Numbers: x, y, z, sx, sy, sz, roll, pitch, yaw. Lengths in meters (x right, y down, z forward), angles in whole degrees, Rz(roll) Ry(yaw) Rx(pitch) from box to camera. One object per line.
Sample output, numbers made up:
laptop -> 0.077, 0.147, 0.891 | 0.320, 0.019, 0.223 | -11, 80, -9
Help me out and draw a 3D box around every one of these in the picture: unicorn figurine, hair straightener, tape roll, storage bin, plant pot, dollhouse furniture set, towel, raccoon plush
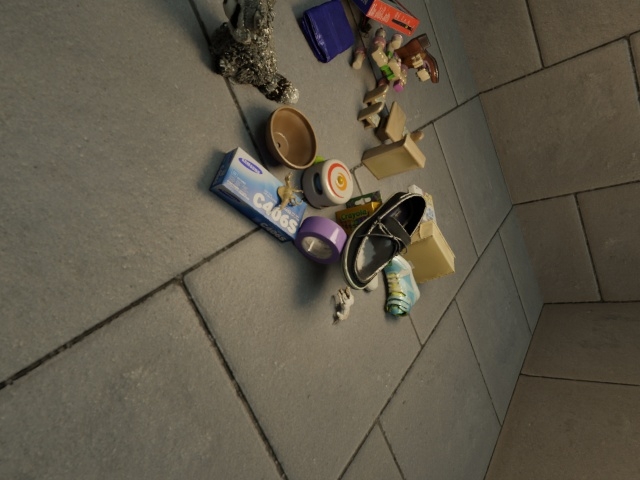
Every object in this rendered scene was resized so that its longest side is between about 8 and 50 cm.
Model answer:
unicorn figurine -> 0.102, 0.262, 1.671 | 0.162, 0.060, 0.111 | -28, 102, -46
hair straightener -> 0.258, -1.160, 2.138 | 0.089, 0.047, 0.231 | 34, 53, -38
tape roll -> 0.000, 0.000, 1.524 | 0.189, 0.189, 0.080 | 48, 52, -29
storage bin -> 0.495, 0.070, 1.991 | 0.262, 0.260, 0.123 | 52, 32, -26
plant pot -> -0.130, -0.376, 1.523 | 0.237, 0.109, 0.238 | 13, 71, -45
dollhouse furniture set -> 0.388, -0.529, 1.996 | 0.362, 0.256, 0.394 | 40, 55, -35
towel -> 0.035, -0.969, 1.855 | 0.308, 0.076, 0.228 | -51, 125, -40
raccoon plush -> -0.166, -0.681, 1.409 | 0.446, 0.299, 0.216 | 7, 76, -46

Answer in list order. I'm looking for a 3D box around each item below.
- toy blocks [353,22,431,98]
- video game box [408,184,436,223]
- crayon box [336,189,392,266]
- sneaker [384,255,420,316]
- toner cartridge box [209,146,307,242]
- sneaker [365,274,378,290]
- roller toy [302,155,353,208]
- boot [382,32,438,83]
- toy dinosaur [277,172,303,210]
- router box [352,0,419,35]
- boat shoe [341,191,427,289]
toy blocks -> 0.368, -0.929, 2.021 | 0.288, 0.308, 0.260 | 41, 50, -34
video game box -> 0.570, -0.188, 2.243 | 0.187, 0.048, 0.205 | 20, 57, -38
crayon box -> 0.179, -0.036, 1.711 | 0.083, 0.203, 0.323 | -4, 85, -46
sneaker -> 0.362, 0.227, 1.909 | 0.319, 0.127, 0.208 | 57, 46, -21
toner cartridge box -> -0.207, -0.152, 1.420 | 0.348, 0.075, 0.165 | 38, 54, -35
sneaker -> 0.229, 0.086, 1.800 | 0.105, 0.123, 0.290 | -15, 94, -49
roller toy -> 0.037, -0.230, 1.641 | 0.209, 0.146, 0.191 | 44, 54, -33
boot -> 0.472, -0.918, 2.147 | 0.264, 0.280, 0.096 | 63, 27, -16
toy dinosaur -> -0.115, -0.155, 1.439 | 0.092, 0.053, 0.183 | 26, 53, -24
router box -> 0.292, -1.180, 2.001 | 0.301, 0.082, 0.336 | 2, 48, -36
boat shoe -> 0.249, -0.018, 1.534 | 0.500, 0.156, 0.187 | -48, 111, -28
